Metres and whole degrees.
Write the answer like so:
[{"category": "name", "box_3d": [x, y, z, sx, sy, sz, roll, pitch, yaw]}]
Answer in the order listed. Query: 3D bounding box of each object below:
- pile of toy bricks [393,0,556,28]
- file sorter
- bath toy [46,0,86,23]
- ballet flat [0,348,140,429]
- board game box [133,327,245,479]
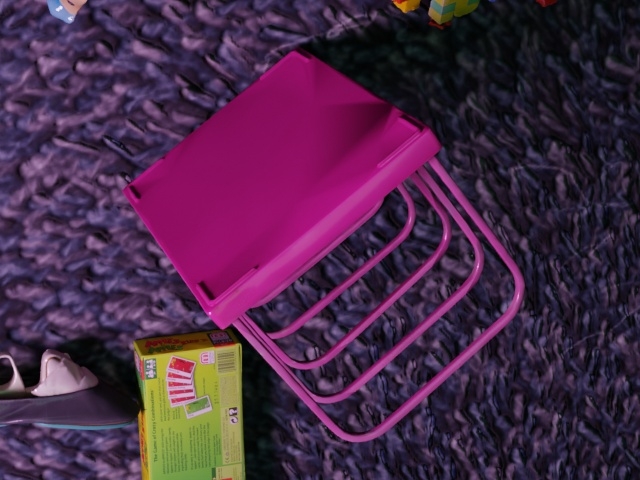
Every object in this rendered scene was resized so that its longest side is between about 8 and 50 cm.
[{"category": "pile of toy bricks", "box_3d": [0.122, -0.233, 1.161, 0.212, 0.118, 0.105, -22, 142, -28]}, {"category": "file sorter", "box_3d": [0.000, 0.000, 1.080, 0.202, 0.291, 0.182, -40, 118, -3]}, {"category": "bath toy", "box_3d": [-0.331, -0.267, 0.978, 0.348, 0.151, 0.129, 16, 145, -24]}, {"category": "ballet flat", "box_3d": [-0.257, 0.130, 1.155, 0.203, 0.074, 0.074, 0, 107, -16]}, {"category": "board game box", "box_3d": [-0.120, 0.177, 1.229, 0.092, 0.043, 0.181, -6, 108, -16]}]
